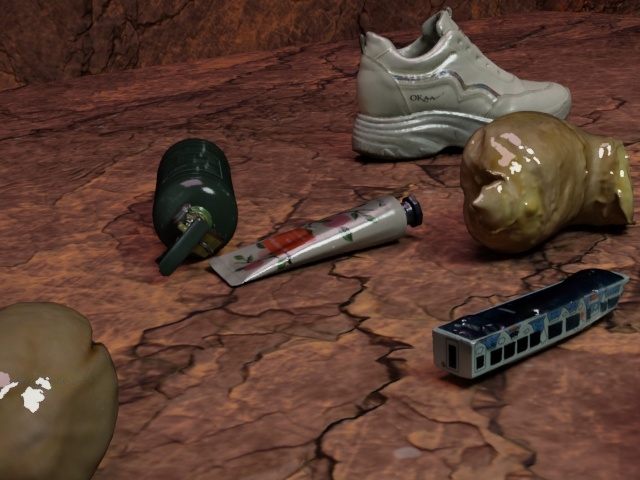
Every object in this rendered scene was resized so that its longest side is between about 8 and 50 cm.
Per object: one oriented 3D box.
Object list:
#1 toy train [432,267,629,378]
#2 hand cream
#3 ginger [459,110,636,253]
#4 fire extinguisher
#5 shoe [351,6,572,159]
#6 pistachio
[{"bbox_3d":[0.178,0.062,0.840,0.207,0.047,0.043,-17,22,-37],"label":"toy train"},{"bbox_3d":[0.000,0.000,1.110,0.234,0.050,0.080,-18,24,-19],"label":"hand cream"},{"bbox_3d":[0.233,-0.066,1.095,0.267,0.138,0.152,-11,22,-34],"label":"ginger"},{"bbox_3d":[-0.150,-0.042,1.206,0.114,0.095,0.311,-43,17,4],"label":"fire extinguisher"},{"bbox_3d":[0.208,-0.240,1.533,0.342,0.210,0.132,-7,17,-8],"label":"shoe"},{"bbox_3d":[-0.200,0.108,0.684,0.136,0.136,0.226,-6,11,-3],"label":"pistachio"}]
